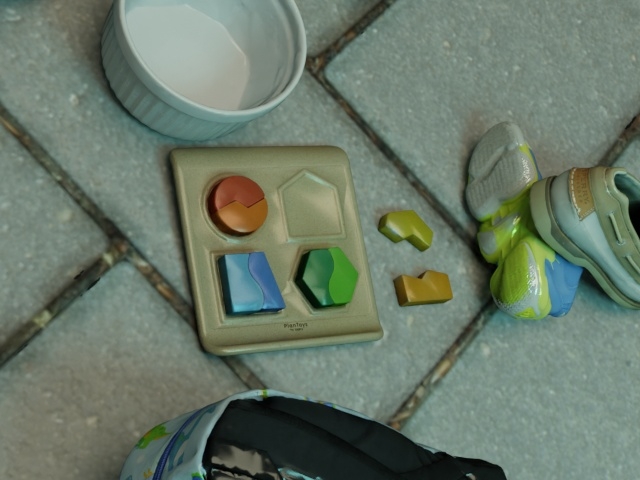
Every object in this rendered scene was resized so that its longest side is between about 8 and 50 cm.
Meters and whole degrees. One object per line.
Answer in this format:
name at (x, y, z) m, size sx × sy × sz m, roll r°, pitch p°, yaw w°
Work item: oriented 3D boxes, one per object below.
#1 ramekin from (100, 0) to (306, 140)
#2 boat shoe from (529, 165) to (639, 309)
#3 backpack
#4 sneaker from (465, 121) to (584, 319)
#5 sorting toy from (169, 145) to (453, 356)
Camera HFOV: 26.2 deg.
ramekin at (-0.130, -0.201, 1.428) m, size 0.207 × 0.109 × 0.207 m, roll 12°, pitch 65°, yaw -26°
boat shoe at (0.362, -0.001, 1.574) m, size 0.302 × 0.103 × 0.113 m, roll 24°, pitch 55°, yaw -46°
backpack at (-0.016, 0.279, 1.223) m, size 0.355 × 0.273 × 0.290 m, roll 37°, pitch 52°, yaw -44°
sneaker at (0.240, -0.015, 1.588) m, size 0.126 × 0.091 × 0.240 m, roll 20°, pitch 60°, yaw -42°
sorting toy at (0.000, 0.000, 1.459) m, size 0.307 × 0.041 × 0.229 m, roll -3°, pitch 72°, yaw -30°
